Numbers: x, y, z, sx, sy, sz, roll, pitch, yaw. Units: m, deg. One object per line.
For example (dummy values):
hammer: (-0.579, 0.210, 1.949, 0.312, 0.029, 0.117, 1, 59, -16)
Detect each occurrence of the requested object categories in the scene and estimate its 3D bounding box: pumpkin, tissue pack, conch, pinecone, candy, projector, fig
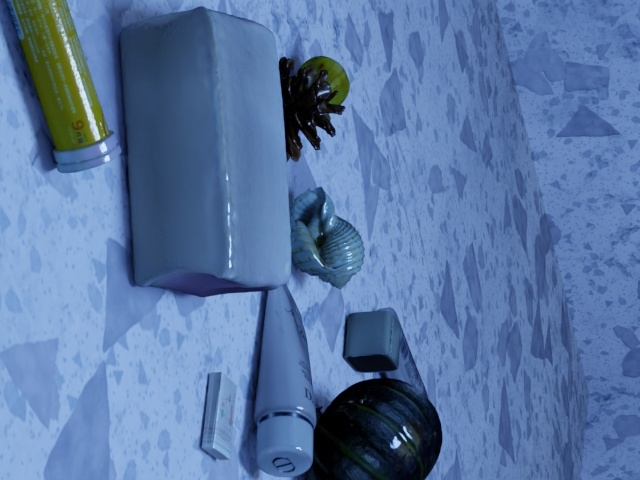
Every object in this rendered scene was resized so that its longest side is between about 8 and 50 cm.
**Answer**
pumpkin: (0.072, 0.323, 2.153, 0.250, 0.216, 0.250, -46, 153, -32)
tissue pack: (-0.134, 0.234, 1.848, 0.056, 0.023, 0.108, 52, 37, -55)
conch: (-0.003, 0.005, 2.156, 0.153, 0.102, 0.135, 53, 31, 10)
pinecone: (-0.046, -0.190, 1.999, 0.163, 0.165, 0.163, -3, 90, -65)
candy: (-0.144, -0.110, 1.749, 0.208, 0.145, 0.358, 5, 79, -68)
projector: (0.091, 0.175, 2.384, 0.083, 0.083, 0.082, 52, 38, -55)
fig: (-0.030, -0.235, 2.230, 0.166, 0.093, 0.093, -31, 121, -24)

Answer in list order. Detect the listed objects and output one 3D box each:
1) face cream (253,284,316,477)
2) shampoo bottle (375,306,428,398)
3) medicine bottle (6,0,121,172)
face cream: (-0.053, 0.194, 2.020, 0.143, 0.089, 0.314, 63, 18, -46)
shampoo bottle: (0.145, 0.230, 2.554, 0.086, 0.056, 0.227, -77, 153, -45)
medicine bottle: (-0.283, -0.185, 1.499, 0.074, 0.074, 0.218, -56, 134, -60)
